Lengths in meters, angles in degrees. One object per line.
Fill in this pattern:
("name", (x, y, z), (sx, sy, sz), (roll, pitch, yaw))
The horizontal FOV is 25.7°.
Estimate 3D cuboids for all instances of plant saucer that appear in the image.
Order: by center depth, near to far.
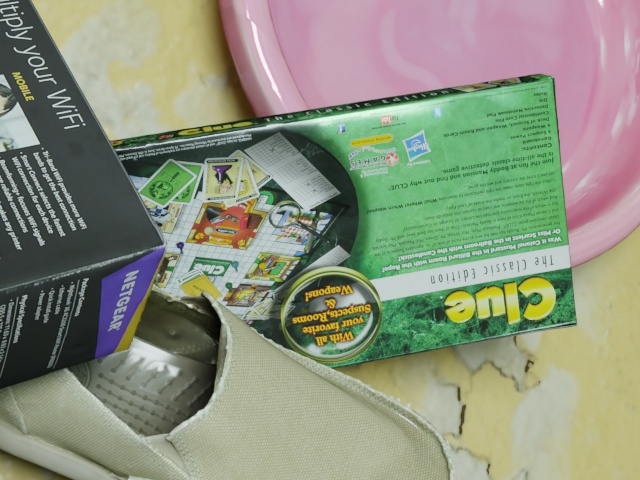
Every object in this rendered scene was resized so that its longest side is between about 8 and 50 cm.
("plant saucer", (0.081, -0.138, 0.836), (0.332, 0.084, 0.332), (5, 79, -29))

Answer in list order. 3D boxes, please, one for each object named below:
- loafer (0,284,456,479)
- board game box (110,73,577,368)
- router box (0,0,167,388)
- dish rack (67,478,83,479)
("loafer", (-0.048, 0.084, 0.654), (0.268, 0.092, 0.102), (20, 54, -13))
("board game box", (0.000, 0.000, 0.722), (0.259, 0.030, 0.136), (-9, 102, -8))
("router box", (-0.240, -0.064, 0.569), (0.242, 0.081, 0.309), (-15, 61, -30))
("dish rack", (-0.156, 0.261, 0.625), (0.208, 0.074, 0.272), (-11, 78, -30))
